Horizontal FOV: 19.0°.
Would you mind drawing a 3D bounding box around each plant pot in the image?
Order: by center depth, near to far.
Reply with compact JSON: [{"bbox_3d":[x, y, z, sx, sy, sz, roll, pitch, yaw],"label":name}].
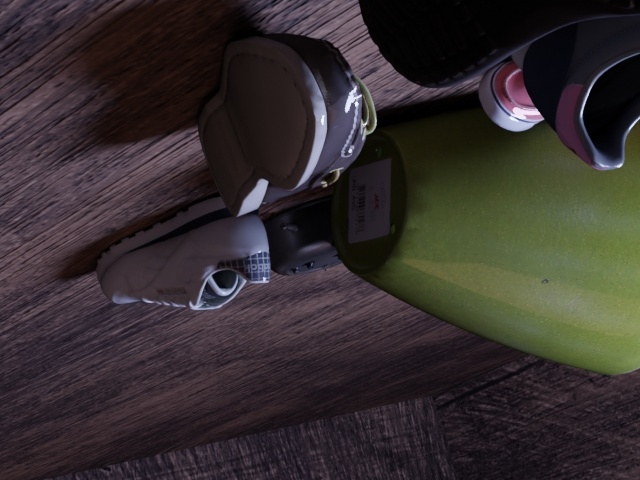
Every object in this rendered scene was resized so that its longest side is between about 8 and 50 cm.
[{"bbox_3d":[0.168,-0.018,1.813,0.293,0.275,0.275,6,159,-30],"label":"plant pot"}]

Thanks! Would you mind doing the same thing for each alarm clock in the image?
[{"bbox_3d":[0.000,0.000,2.083,0.129,0.064,0.192,-16,173,-10],"label":"alarm clock"}]

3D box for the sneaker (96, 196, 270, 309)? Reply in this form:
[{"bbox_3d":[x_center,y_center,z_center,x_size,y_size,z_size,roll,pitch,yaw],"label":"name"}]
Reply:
[{"bbox_3d":[-0.140,0.031,1.912,0.090,0.095,0.235,-10,169,-44],"label":"sneaker"}]

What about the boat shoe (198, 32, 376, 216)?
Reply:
[{"bbox_3d":[-0.016,-0.093,1.438,0.096,0.117,0.324,-20,174,-15],"label":"boat shoe"}]

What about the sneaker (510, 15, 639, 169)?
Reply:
[{"bbox_3d":[0.262,-0.174,1.278,0.112,0.131,0.319,7,140,-38],"label":"sneaker"}]

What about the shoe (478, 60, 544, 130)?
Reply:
[{"bbox_3d":[0.218,-0.146,1.691,0.081,0.063,0.178,-29,170,41],"label":"shoe"}]

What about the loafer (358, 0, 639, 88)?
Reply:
[{"bbox_3d":[0.173,-0.208,1.186,0.366,0.134,0.130,-15,-162,48],"label":"loafer"}]
